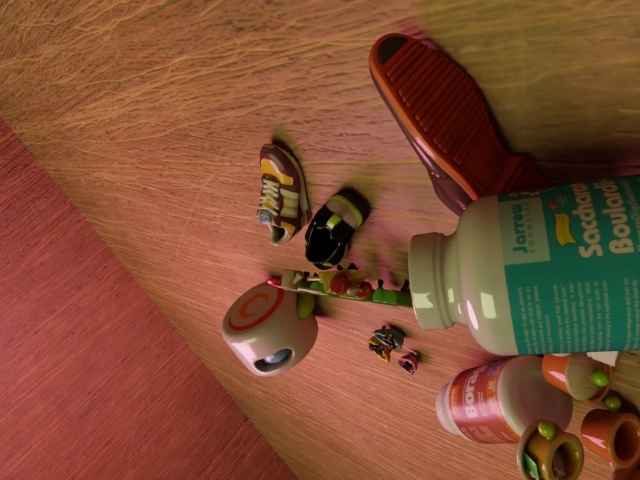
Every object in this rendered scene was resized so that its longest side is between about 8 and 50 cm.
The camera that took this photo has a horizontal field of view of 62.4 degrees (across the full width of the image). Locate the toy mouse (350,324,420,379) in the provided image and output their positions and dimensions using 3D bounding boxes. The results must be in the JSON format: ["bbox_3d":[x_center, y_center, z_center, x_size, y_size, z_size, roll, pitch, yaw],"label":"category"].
[{"bbox_3d":[0.152,0.211,1.026,0.161,0.031,0.143,47,152,-6],"label":"toy mouse"}]

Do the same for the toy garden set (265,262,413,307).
[{"bbox_3d":[0.028,0.067,0.864,0.244,0.049,0.204,2,170,43],"label":"toy garden set"}]

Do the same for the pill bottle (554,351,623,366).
[{"bbox_3d":[0.253,0.068,0.615,0.193,0.108,0.108,22,146,35],"label":"pill bottle"}]

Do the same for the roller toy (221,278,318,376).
[{"bbox_3d":[-0.110,0.197,1.179,0.209,0.191,0.146,5,135,50],"label":"roller toy"}]

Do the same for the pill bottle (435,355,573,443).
[{"bbox_3d":[0.274,0.256,0.832,0.121,0.121,0.216,43,152,1],"label":"pill bottle"}]

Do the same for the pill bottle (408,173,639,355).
[{"bbox_3d":[0.216,0.024,0.458,0.264,0.146,0.146,-8,129,20],"label":"pill bottle"}]

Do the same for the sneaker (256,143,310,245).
[{"bbox_3d":[-0.071,-0.070,0.875,0.069,0.084,0.185,22,146,36],"label":"sneaker"}]

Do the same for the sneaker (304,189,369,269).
[{"bbox_3d":[0.000,0.000,0.864,0.084,0.097,0.234,40,152,9],"label":"sneaker"}]

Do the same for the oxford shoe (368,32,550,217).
[{"bbox_3d":[0.134,-0.094,0.567,0.271,0.097,0.098,49,158,-11],"label":"oxford shoe"}]

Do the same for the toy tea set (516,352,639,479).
[{"bbox_3d":[0.375,0.293,0.675,0.336,0.200,0.124,57,158,-14],"label":"toy tea set"}]
